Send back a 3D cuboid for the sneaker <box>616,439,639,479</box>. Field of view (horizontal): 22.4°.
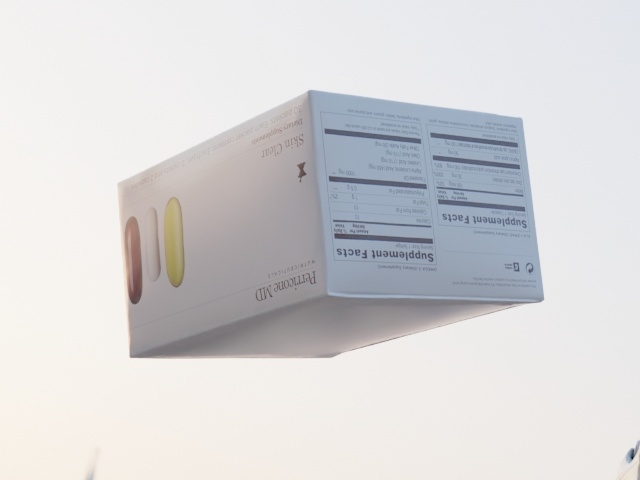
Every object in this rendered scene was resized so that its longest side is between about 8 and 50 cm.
[{"bbox_3d":[0.236,0.185,1.138,0.071,0.083,0.190,2,-23,1],"label":"sneaker"}]

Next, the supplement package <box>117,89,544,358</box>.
[{"bbox_3d":[0.000,0.000,1.219,0.204,0.145,0.262,3,-15,-37],"label":"supplement package"}]
